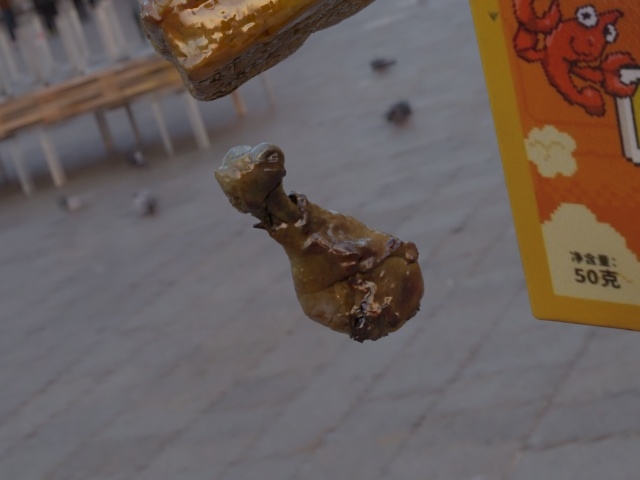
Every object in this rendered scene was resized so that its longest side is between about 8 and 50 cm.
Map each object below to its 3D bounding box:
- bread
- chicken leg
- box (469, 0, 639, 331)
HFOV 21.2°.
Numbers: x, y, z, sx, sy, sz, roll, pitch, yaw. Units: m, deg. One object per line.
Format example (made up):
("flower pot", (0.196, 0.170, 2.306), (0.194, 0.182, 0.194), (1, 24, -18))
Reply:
("bread", (0.012, -0.190, 1.057), (0.271, 0.077, 0.139), (-34, -5, -3))
("chicken leg", (-0.003, 0.001, 1.482), (0.087, 0.251, 0.107), (3, 57, 48))
("box", (0.254, -0.101, 0.759), (0.283, 0.214, 0.259), (5, 32, 35))
